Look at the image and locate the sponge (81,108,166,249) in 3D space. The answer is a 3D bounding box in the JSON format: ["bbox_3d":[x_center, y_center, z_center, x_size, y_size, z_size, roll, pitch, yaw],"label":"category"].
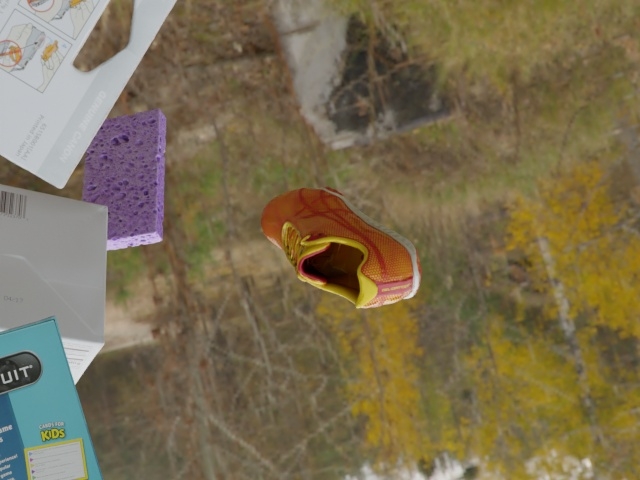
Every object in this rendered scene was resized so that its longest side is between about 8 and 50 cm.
[{"bbox_3d":[-0.284,-0.087,1.494,0.117,0.210,0.031,-8,152,10],"label":"sponge"}]

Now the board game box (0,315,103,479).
[{"bbox_3d":[-0.331,0.268,0.981,0.254,0.336,0.079,-15,176,-42],"label":"board game box"}]

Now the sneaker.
[{"bbox_3d":[0.000,0.000,0.758,0.067,0.064,0.175,-8,-161,-33],"label":"sneaker"}]

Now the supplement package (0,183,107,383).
[{"bbox_3d":[-0.407,0.050,1.251,0.262,0.204,0.145,12,142,-26],"label":"supplement package"}]

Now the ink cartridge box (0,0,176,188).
[{"bbox_3d":[-0.249,-0.218,0.836,0.239,0.275,0.060,31,180,-24],"label":"ink cartridge box"}]
